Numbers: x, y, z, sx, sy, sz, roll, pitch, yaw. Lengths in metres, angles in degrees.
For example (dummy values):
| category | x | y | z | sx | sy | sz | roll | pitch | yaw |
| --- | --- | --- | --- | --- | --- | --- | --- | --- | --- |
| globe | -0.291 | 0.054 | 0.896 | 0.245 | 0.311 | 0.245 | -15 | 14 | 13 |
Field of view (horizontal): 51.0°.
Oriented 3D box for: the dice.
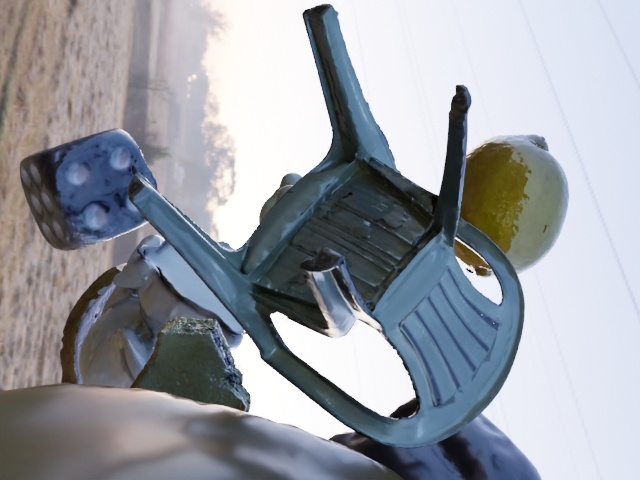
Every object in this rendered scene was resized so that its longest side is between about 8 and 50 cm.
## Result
| category | x | y | z | sx | sy | sz | roll | pitch | yaw |
| --- | --- | --- | --- | --- | --- | --- | --- | --- | --- |
| dice | -0.414 | -0.091 | 1.201 | 0.181 | 0.183 | 0.182 | -2 | -69 | 54 |

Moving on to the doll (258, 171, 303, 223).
| category | x | y | z | sx | sy | sz | roll | pitch | yaw |
| --- | --- | --- | --- | --- | --- | --- | --- | --- | --- |
| doll | -0.012 | 0.005 | 1.162 | 0.275 | 0.113 | 0.155 | 49 | 12 | -33 |

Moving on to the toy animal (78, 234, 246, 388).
| category | x | y | z | sx | sy | sz | roll | pitch | yaw |
| --- | --- | --- | --- | --- | --- | --- | --- | --- | --- |
| toy animal | -0.231 | 0.125 | 0.939 | 0.289 | 0.174 | 0.249 | -61 | -158 | 6 |

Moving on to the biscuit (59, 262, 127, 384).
| category | x | y | z | sx | sy | sz | roll | pitch | yaw |
| --- | --- | --- | --- | --- | --- | --- | --- | --- | --- |
| biscuit | -0.395 | 0.173 | 1.258 | 0.273 | 0.049 | 0.257 | -37 | 139 | -67 |

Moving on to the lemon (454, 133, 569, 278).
| category | x | y | z | sx | sy | sz | roll | pitch | yaw |
| --- | --- | --- | --- | --- | --- | --- | --- | --- | --- |
| lemon | 0.335 | -0.062 | 1.241 | 0.263 | 0.236 | 0.236 | -45 | 173 | -27 |

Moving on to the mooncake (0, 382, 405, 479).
| category | x | y | z | sx | sy | sz | roll | pitch | yaw |
| --- | --- | --- | --- | --- | --- | --- | --- | --- | --- |
| mooncake | -0.102 | 0.275 | 0.281 | 0.467 | 0.467 | 0.262 | -120 | -138 | -68 |

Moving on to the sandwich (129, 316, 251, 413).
| category | x | y | z | sx | sy | sz | roll | pitch | yaw |
| --- | --- | --- | --- | --- | --- | --- | --- | --- | --- |
| sandwich | -0.103 | 0.119 | 0.582 | 0.093 | 0.105 | 0.036 | -58 | 177 | 13 |

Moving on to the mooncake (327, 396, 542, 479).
| category | x | y | z | sx | sy | sz | roll | pitch | yaw |
| --- | --- | --- | --- | --- | --- | --- | --- | --- | --- |
| mooncake | 0.070 | 0.272 | 0.632 | 0.141 | 0.283 | 0.283 | 49 | -41 | 36 |

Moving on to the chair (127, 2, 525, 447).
| category | x | y | z | sx | sy | sz | roll | pitch | yaw |
| --- | --- | --- | --- | --- | --- | --- | --- | --- | --- |
| chair | 0.038 | 0.015 | 0.492 | 0.190 | 0.203 | 0.274 | 32 | -17 | 32 |
